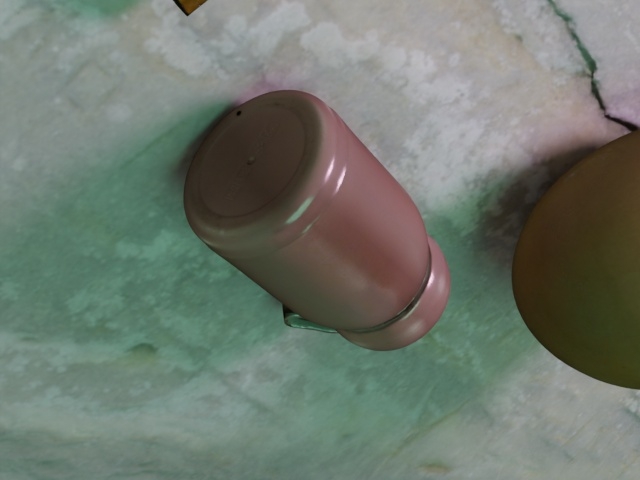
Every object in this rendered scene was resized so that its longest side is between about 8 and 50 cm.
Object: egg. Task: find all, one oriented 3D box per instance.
[{"bbox_3d":[0.400,0.019,1.302,0.374,0.301,0.301,-19,131,-16],"label":"egg"}]

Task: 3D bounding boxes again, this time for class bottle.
[{"bbox_3d":[0.000,0.000,1.157,0.206,0.173,0.297,-19,143,26],"label":"bottle"}]

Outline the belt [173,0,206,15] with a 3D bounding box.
[{"bbox_3d":[-0.125,-0.231,0.968,0.036,0.059,0.083,-38,123,-1],"label":"belt"}]
